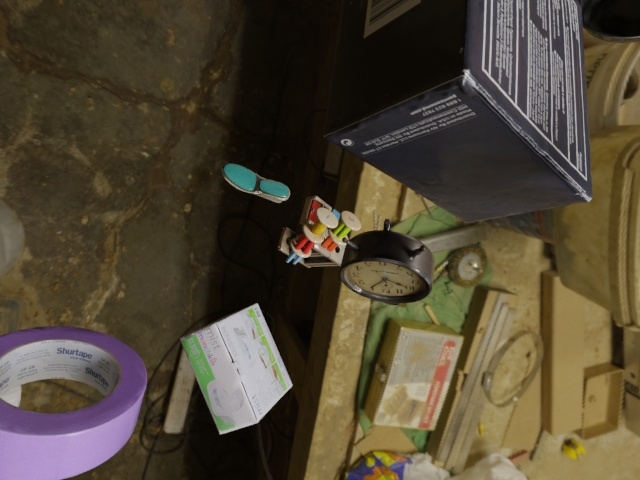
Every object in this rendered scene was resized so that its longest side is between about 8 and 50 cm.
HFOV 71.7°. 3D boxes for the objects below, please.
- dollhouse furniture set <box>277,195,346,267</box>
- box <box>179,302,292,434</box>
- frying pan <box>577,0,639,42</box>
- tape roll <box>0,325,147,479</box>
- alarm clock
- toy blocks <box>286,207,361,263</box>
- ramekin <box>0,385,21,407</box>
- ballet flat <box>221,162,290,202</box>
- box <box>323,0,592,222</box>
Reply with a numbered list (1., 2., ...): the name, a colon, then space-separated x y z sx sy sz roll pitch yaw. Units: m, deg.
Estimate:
1. dollhouse furniture set: -0.006 -0.038 1.167 0.129 0.129 0.184 34 61 -43
2. box: -0.212 0.327 1.176 0.126 0.231 0.262 -24 88 19
3. frying pan: 0.618 -0.463 0.793 0.326 0.197 0.053 -34 145 3
4. tape roll: -0.440 0.254 0.735 0.274 0.275 0.090 15 107 -19
5. alarm clock: 0.097 0.047 0.642 0.129 0.064 0.192 6 146 15
6. toy blocks: 0.000 0.000 0.950 0.123 0.054 0.148 5 139 -42
7. ramekin: -0.728 0.314 0.926 0.207 0.109 0.207 1 91 27
8. ballet flat: -0.151 -0.122 1.006 0.168 0.052 0.057 21 64 -22
9. box: 0.178 -0.211 0.537 0.294 0.182 0.296 22 68 -37
